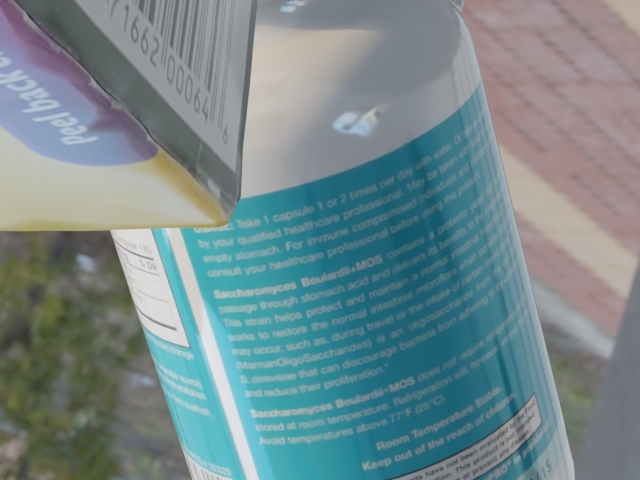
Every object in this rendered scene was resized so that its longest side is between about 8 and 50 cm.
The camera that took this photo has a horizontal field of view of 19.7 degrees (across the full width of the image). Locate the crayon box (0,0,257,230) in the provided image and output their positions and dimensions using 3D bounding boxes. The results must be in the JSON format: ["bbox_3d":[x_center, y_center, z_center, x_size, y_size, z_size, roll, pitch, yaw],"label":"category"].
[{"bbox_3d":[-0.209,-0.098,0.307,0.313,0.106,0.363,1,164,15],"label":"crayon box"}]

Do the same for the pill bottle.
[{"bbox_3d":[0.000,0.000,0.683,0.146,0.146,0.264,4,119,38],"label":"pill bottle"}]

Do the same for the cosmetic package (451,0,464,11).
[{"bbox_3d":[-0.024,-0.169,1.007,0.151,0.151,0.184,22,146,-22],"label":"cosmetic package"}]
